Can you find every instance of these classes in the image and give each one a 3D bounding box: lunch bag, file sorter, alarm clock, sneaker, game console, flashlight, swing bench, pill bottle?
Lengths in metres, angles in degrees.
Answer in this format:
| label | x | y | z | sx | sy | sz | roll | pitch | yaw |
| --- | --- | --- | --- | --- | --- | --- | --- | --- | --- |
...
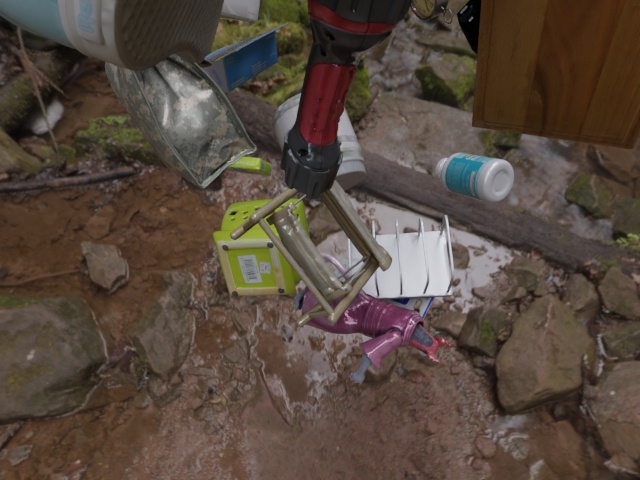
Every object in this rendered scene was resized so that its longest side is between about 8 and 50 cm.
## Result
| label | x | y | z | sx | sy | sz | roll | pitch | yaw |
| --- | --- | --- | --- | --- | --- | --- | --- | --- | --- |
| lunch bag | -0.288 | -0.272 | 0.860 | 0.169 | 0.287 | 0.235 | -41 | 32 | -15 |
| file sorter | 0.215 | 0.046 | 1.204 | 0.277 | 0.173 | 0.193 | -4 | 68 | 8 |
| alarm clock | 0.305 | -0.661 | 1.199 | 0.064 | 0.129 | 0.192 | -26 | 73 | -10 |
| sneaker | -0.174 | -0.245 | 0.391 | 0.149 | 0.135 | 0.366 | 21 | 21 | -10 |
| game console | 0.516 | -0.609 | 1.161 | 0.044 | 0.361 | 0.213 | -41 | 95 | -18 |
| flashlight | 0.014 | -0.168 | 0.493 | 0.103 | 0.304 | 0.103 | 36 | 54 | 13 |
| swing bench | 0.000 | 0.000 | 0.914 | 0.254 | 0.165 | 0.253 | -41 | 98 | -28 |
| pill bottle | 0.528 | -0.228 | 1.553 | 0.146 | 0.146 | 0.264 | -32 | 30 | -18 |

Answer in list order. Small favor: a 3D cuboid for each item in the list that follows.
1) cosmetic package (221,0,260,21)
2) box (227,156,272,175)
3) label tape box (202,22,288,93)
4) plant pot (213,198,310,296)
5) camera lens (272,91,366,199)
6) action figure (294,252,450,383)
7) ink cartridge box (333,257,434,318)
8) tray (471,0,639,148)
| label | x | y | z | sx | sy | sz | roll | pitch | yaw |
| --- | --- | --- | --- | --- | --- | --- | --- | --- | --- |
| cosmetic package | -0.267 | -0.639 | 1.044 | 0.155 | 0.197 | 0.365 | -3 | 25 | -32 |
| box | -0.262 | -0.250 | 1.453 | 0.178 | 0.109 | 0.043 | 8 | 90 | 14 |
| label tape box | -0.265 | -0.554 | 1.390 | 0.333 | 0.106 | 0.241 | 7 | 42 | 43 |
| plant pot | -0.160 | 0.029 | 1.219 | 0.226 | 0.229 | 0.207 | -3 | 26 | 13 |
| camera lens | -0.005 | -0.282 | 1.291 | 0.219 | 0.219 | 0.275 | -18 | 81 | -11 |
| action figure | 0.140 | 0.180 | 1.080 | 0.369 | 0.276 | 0.248 | 14 | 27 | 31 |
| ink cartridge box | 0.172 | 0.180 | 1.361 | 0.370 | 0.069 | 0.176 | 16 | 68 | 44 |
| tray | 0.274 | -0.277 | 0.446 | 0.202 | 0.411 | 0.076 | 16 | 63 | 25 |
